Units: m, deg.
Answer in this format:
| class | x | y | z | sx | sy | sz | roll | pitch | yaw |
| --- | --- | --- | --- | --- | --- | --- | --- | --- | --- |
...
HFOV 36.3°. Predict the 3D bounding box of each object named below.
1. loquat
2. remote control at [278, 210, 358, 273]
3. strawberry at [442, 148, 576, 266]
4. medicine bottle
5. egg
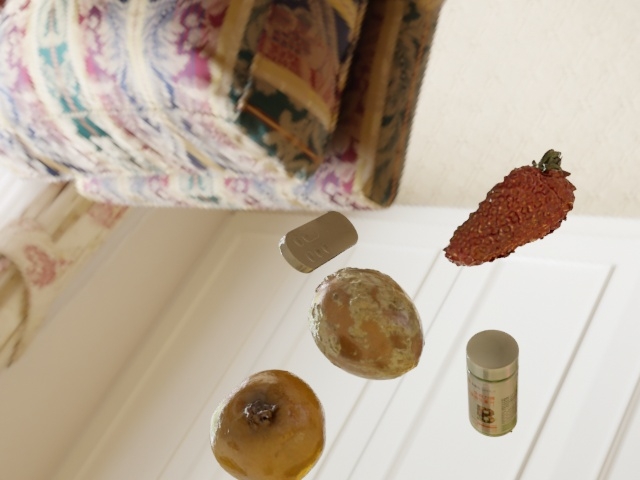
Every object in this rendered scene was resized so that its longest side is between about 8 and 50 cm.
| class | x | y | z | sx | sy | sz | roll | pitch | yaw |
| --- | --- | --- | --- | --- | --- | --- | --- | --- | --- |
| loquat | -0.089 | 0.330 | 1.702 | 0.208 | 0.208 | 0.208 | 26 | 154 | 13 |
| remote control | 0.000 | 0.000 | 1.665 | 0.022 | 0.245 | 0.077 | -40 | 85 | 28 |
| strawberry | 0.353 | -0.037 | 1.716 | 0.106 | 0.286 | 0.188 | 43 | 170 | 31 |
| medicine bottle | 0.283 | 0.237 | 1.604 | 0.086 | 0.086 | 0.183 | 18 | 139 | 28 |
| egg | 0.087 | 0.161 | 1.838 | 0.245 | 0.203 | 0.203 | 41 | 160 | 25 |
